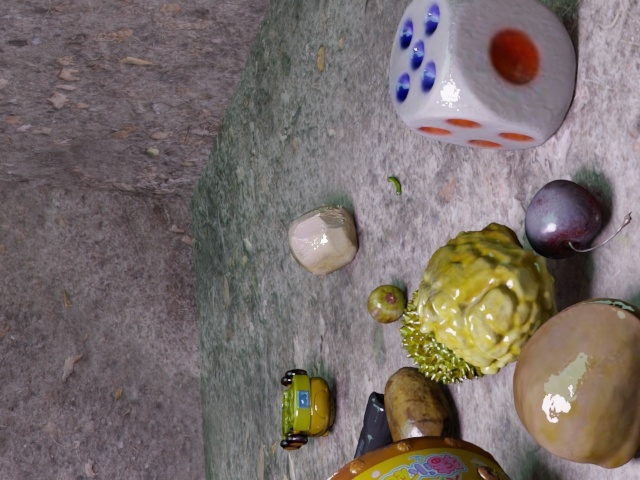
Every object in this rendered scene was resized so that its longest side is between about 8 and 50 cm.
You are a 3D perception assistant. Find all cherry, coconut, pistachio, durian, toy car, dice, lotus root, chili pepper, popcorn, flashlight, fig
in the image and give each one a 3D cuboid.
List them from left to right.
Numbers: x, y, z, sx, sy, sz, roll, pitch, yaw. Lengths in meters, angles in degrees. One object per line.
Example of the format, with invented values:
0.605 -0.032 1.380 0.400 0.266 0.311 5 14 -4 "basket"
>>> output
-0.031 0.451 2.385 0.248 0.142 0.201 123 149 -68 "toy car"
0.000 0.003 2.385 0.194 0.194 0.195 -174 90 -69 "coconut"
0.102 0.550 2.072 0.103 0.103 0.424 -135 56 -64 "flashlight"
0.158 0.166 2.098 0.166 0.093 0.093 77 -176 -57 "fig"
0.178 -0.136 2.181 0.083 0.017 0.030 -113 34 -51 "chili pepper"
0.201 0.370 1.822 0.260 0.128 0.145 -101 12 -49 "lotus root"
0.252 0.172 1.702 0.237 0.176 0.200 -1 103 58 "durian"
0.284 -0.305 1.621 0.251 0.259 0.243 178 99 -69 "dice"
0.280 0.101 1.487 0.249 0.225 0.249 -34 21 15 "popcorn"
0.411 -0.053 1.447 0.188 0.115 0.148 -50 -1 44 "cherry"
0.390 0.201 1.330 0.212 0.162 0.261 21 109 29 "pistachio"

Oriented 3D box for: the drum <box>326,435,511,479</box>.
0.171 0.541 1.456 0.214 0.430 0.431 -123 43 -60 "drum"
